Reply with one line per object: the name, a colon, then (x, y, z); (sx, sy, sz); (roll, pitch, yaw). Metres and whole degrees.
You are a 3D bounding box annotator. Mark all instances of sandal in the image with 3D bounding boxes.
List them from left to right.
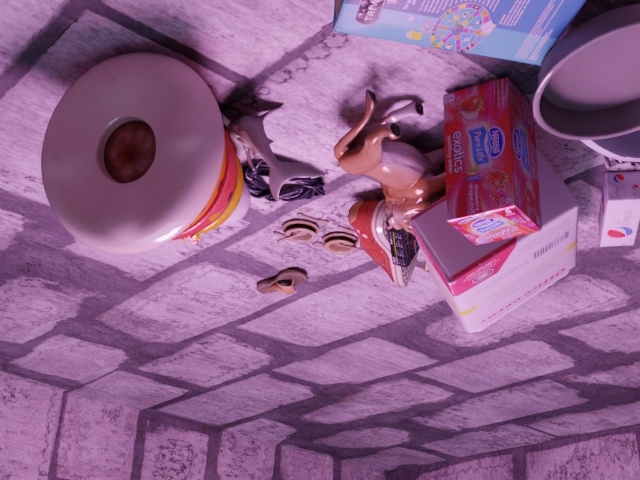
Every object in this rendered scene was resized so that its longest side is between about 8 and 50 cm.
sandal: (-0.099, 0.119, 2.482); (0.072, 0.049, 0.180); (25, 147, -37)

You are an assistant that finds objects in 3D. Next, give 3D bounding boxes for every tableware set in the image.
tableware set: (0.000, 0.000, 2.234); (0.194, 0.039, 0.128); (17, 151, -25)

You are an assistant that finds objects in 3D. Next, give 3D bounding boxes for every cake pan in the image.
cake pan: (0.469, -0.261, 1.486); (0.293, 0.054, 0.293); (-8, 151, -4)

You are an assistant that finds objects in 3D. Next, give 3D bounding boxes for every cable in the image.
cable: (-0.078, -0.115, 1.998); (0.184, 0.047, 0.150); (15, 152, -24)

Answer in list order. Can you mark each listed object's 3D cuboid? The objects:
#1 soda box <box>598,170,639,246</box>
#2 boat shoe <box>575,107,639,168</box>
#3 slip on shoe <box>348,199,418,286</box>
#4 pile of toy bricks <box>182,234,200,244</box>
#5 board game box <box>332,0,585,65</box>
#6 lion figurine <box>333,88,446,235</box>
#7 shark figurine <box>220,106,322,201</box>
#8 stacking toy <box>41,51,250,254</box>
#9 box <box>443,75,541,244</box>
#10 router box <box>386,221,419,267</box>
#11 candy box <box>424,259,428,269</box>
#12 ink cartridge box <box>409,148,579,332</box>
soda box: (0.625, -0.062, 1.994); (0.074, 0.069, 0.216); (-2, 154, 11)
boat shoe: (0.545, -0.186, 1.708); (0.306, 0.113, 0.105); (2, 170, -30)
slip on shoe: (0.148, 0.003, 2.157); (0.101, 0.123, 0.331); (13, 159, 27)
pile of toy bricks: (-0.294, -0.100, 2.020); (0.105, 0.118, 0.212); (-29, 131, 3)
board game box: (0.208, -0.379, 1.377); (0.336, 0.079, 0.254); (8, 155, -9)
lion figurine: (0.138, -0.145, 1.823); (0.240, 0.142, 0.392); (-22, 138, 38)
shark figurine: (-0.101, -0.196, 1.743); (0.116, 0.278, 0.166); (-33, 119, -8)
stacking toy: (-0.252, -0.123, 1.798); (0.351, 0.350, 0.480); (-7, 170, 20)
box: (0.297, -0.138, 1.662); (0.128, 0.256, 0.123); (-13, 152, 31)
router box: (0.184, -0.017, 2.061); (0.038, 0.092, 0.122); (15, 137, 27)
candy box: (0.256, -0.020, 2.082); (0.053, 0.109, 0.186); (1, 154, 4)
ink cartridge box: (0.353, 0.011, 1.908); (0.279, 0.160, 0.384); (-33, 156, 0)
